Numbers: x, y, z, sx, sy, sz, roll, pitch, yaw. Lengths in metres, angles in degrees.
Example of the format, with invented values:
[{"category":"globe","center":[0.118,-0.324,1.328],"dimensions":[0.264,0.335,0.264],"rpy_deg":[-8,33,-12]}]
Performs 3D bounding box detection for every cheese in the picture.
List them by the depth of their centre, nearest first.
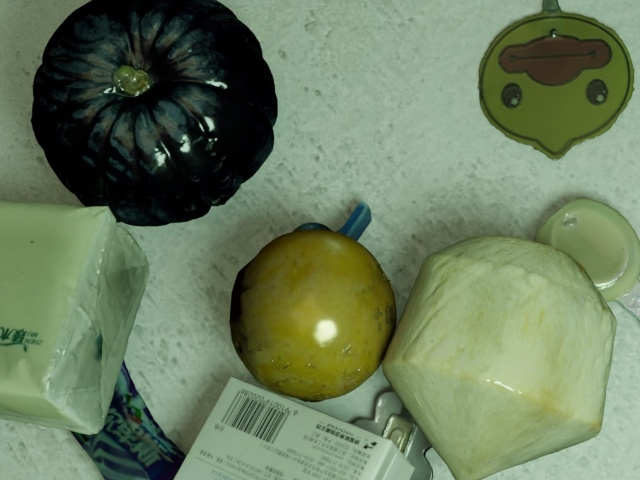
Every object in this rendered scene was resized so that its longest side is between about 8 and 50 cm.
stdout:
[{"category":"cheese","center":[0.405,0.045,1.560],"dimensions":[0.137,0.064,0.227],"rpy_deg":[-41,75,1]}]

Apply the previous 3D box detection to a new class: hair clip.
[{"category":"hair clip","center":[0.076,0.338,1.555],"dimensions":[0.146,0.075,0.257],"rpy_deg":[19,74,30]}]

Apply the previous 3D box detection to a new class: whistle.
[{"category":"whistle","center":[0.000,0.000,1.640],"dimensions":[0.090,0.090,0.158],"rpy_deg":[30,73,16]}]

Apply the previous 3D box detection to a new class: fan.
[{"category":"fan","center":[0.351,-0.281,1.670],"dimensions":[0.229,0.011,0.335],"rpy_deg":[-1,79,11]}]

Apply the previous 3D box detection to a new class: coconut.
[{"category":"coconut","center":[0.228,0.162,1.450],"dimensions":[0.329,0.329,0.329],"rpy_deg":[-2,77,10]}]

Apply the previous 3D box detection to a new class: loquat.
[{"category":"loquat","center":[-0.011,0.104,1.507],"dimensions":[0.235,0.235,0.235],"rpy_deg":[-2,77,10]}]

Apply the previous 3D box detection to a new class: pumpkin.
[{"category":"pumpkin","center":[-0.239,-0.197,1.634],"dimensions":[0.363,0.266,0.363],"rpy_deg":[-2,75,6]}]

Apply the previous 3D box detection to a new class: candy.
[{"category":"candy","center":[-0.285,0.288,1.637],"dimensions":[0.145,0.070,0.275],"rpy_deg":[-40,77,7]}]

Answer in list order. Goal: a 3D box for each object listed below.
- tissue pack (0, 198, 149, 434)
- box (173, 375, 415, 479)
[{"category":"tissue pack","center":[-0.472,0.097,1.604],"dimensions":[0.380,0.207,0.297],"rpy_deg":[4,63,17]},{"category":"box","center":[-0.043,0.331,1.501],"dimensions":[0.274,0.116,0.203],"rpy_deg":[16,68,32]}]
